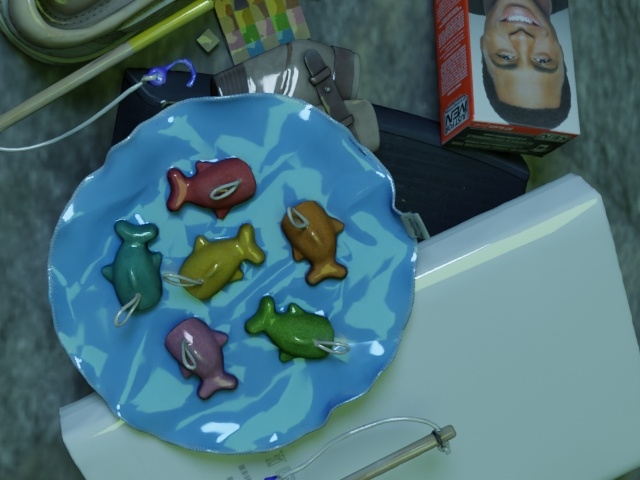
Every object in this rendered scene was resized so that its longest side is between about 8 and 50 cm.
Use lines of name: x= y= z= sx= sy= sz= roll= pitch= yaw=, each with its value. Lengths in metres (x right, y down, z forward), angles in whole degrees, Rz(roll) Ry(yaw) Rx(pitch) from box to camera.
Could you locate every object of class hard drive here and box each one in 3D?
hard drive: x=0.036 y=0.111 z=0.656 sx=0.308 sy=0.040 sz=0.203 roll=-25 pitch=121 yaw=-5
hard drive: x=0.000 y=0.000 z=0.668 sx=0.255 sy=0.054 sz=0.171 roll=10 pitch=95 yaw=-21

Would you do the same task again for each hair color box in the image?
hair color box: x=0.106 y=-0.124 z=0.668 sx=0.072 sy=0.043 sz=0.141 roll=4 pitch=74 yaw=-21

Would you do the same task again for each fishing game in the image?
fishing game: x=-0.039 y=0.021 z=0.562 sx=0.189 sy=0.041 sz=0.264 roll=-26 pitch=101 yaw=-1

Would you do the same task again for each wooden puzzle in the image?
wooden puzzle: x=-0.035 y=-0.132 z=0.661 sx=0.083 sy=0.006 sz=0.049 roll=-24 pitch=105 yaw=-16

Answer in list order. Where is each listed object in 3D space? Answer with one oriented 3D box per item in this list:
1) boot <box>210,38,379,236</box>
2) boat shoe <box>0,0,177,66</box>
boot: x=-0.011 y=-0.047 z=0.606 sx=0.087 sy=0.042 sz=0.118 roll=-8 pitch=100 yaw=-20
boat shoe: x=-0.046 y=-0.205 z=0.596 sx=0.302 sy=0.098 sz=0.109 roll=-44 pitch=110 yaw=-10
